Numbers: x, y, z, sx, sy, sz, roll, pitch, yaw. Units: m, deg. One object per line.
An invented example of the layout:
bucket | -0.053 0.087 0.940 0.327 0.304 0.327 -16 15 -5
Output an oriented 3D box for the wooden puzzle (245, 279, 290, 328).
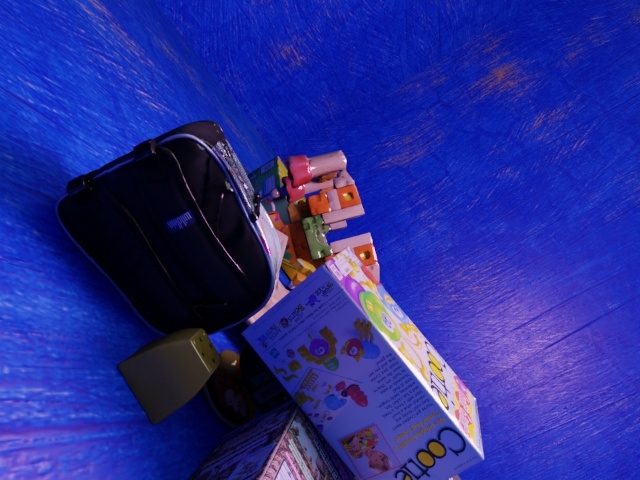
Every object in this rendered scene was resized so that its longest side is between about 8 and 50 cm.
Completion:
wooden puzzle | -0.155 0.108 0.954 0.348 0.080 0.322 52 8 -27

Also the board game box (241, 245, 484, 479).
board game box | 0.059 0.165 0.575 0.275 0.144 0.142 51 17 4

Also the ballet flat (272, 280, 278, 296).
ballet flat | -0.113 0.068 0.940 0.168 0.057 0.052 -95 177 -68

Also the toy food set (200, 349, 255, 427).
toy food set | -0.140 0.217 0.676 0.192 0.039 0.132 55 7 -40

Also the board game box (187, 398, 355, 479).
board game box | -0.039 0.331 0.457 0.232 0.141 0.291 60 6 6

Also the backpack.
backpack | -0.174 -0.005 0.594 0.253 0.225 0.191 62 10 -16

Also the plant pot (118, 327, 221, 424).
plant pot | -0.169 0.150 0.533 0.081 0.083 0.081 60 6 -3

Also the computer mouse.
computer mouse | -0.027 0.253 0.664 0.272 0.188 0.072 62 26 9

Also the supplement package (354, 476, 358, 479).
supplement package | 0.113 0.508 0.714 0.293 0.175 0.177 60 5 10

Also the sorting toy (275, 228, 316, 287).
sorting toy | -0.123 -0.001 0.918 0.307 0.041 0.229 31 18 -11

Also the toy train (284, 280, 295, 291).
toy train | -0.052 0.186 1.421 0.105 0.080 0.184 69 9 27

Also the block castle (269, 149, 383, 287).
block castle | 0.000 0.000 1.250 0.303 0.213 0.453 139 -64 -81

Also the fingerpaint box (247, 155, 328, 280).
fingerpaint box | -0.123 -0.075 1.679 0.371 0.163 0.445 56 8 -24

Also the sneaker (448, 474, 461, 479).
sneaker | 0.189 0.393 0.708 0.106 0.078 0.234 54 2 -23
